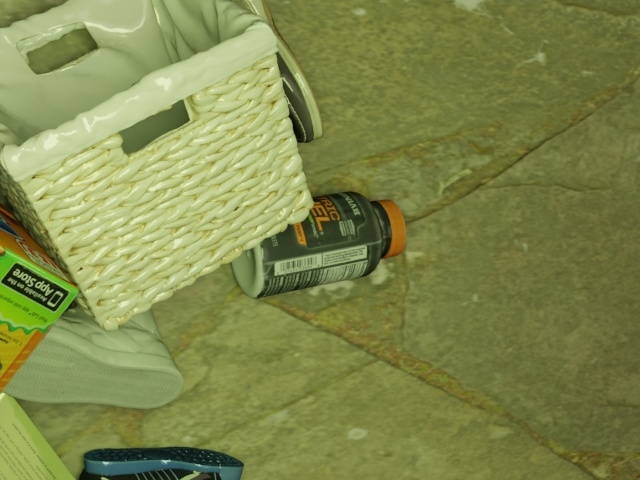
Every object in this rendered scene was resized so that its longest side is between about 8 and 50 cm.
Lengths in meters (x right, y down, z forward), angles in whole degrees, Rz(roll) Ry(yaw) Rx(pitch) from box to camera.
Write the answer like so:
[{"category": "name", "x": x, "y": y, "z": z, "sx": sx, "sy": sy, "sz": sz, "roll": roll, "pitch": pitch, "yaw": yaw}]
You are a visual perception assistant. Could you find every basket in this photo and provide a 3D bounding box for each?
[{"category": "basket", "x": -0.235, "y": -0.126, "z": 1.212, "sx": 0.328, "sy": 0.331, "sz": 0.266, "roll": -31, "pitch": 130, "yaw": -18}]

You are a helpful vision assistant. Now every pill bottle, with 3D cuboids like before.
[{"category": "pill bottle", "x": 0.000, "y": 0.000, "z": 1.464, "sx": 0.245, "sy": 0.130, "sz": 0.131, "roll": -11, "pitch": 100, "yaw": -24}]

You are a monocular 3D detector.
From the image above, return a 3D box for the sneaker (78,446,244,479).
[{"category": "sneaker", "x": -0.225, "y": 0.346, "z": 1.430, "sx": 0.232, "sy": 0.081, "sz": 0.091, "roll": 5, "pitch": 96, "yaw": -19}]

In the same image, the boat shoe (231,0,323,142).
[{"category": "boat shoe", "x": -0.093, "y": -0.254, "z": 1.412, "sx": 0.092, "sy": 0.103, "sz": 0.285, "roll": -32, "pitch": 104, "yaw": -13}]

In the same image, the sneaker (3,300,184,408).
[{"category": "sneaker", "x": -0.327, "y": 0.119, "z": 1.303, "sx": 0.292, "sy": 0.169, "sz": 0.108, "roll": 21, "pitch": 117, "yaw": -40}]

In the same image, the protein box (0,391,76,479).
[{"category": "protein box", "x": -0.438, "y": 0.313, "z": 1.285, "sx": 0.201, "sy": 0.136, "sz": 0.200, "roll": -38, "pitch": 109, "yaw": -20}]

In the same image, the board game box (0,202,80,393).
[{"category": "board game box", "x": -0.543, "y": 0.039, "z": 1.009, "sx": 0.356, "sy": 0.356, "sz": 0.356, "roll": -53, "pitch": 136, "yaw": -2}]
